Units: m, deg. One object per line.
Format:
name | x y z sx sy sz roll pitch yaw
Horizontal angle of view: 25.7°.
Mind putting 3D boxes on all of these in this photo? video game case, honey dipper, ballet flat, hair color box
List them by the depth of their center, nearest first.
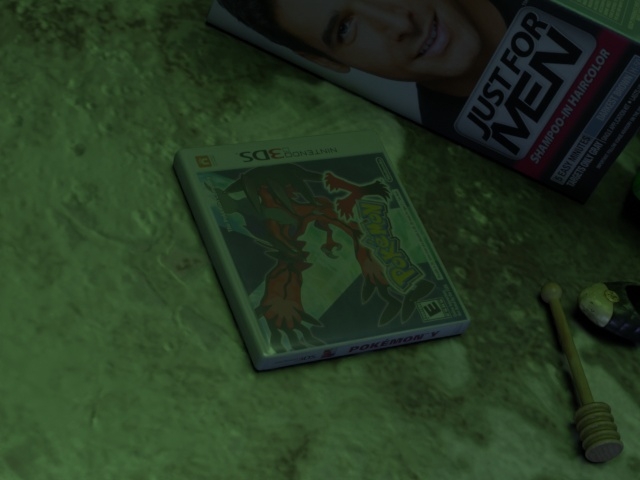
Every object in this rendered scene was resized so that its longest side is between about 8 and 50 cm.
video game case | 0.000 0.000 1.106 0.183 0.023 0.201 -8 57 -27
honey dipper | 0.202 0.099 1.108 0.030 0.030 0.161 5 49 -18
ballet flat | 0.293 0.056 1.162 0.173 0.049 0.057 8 50 -16
hair color box | 0.109 -0.200 1.200 0.374 0.185 0.114 26 49 -1

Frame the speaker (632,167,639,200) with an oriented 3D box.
speaker | 0.425 -0.013 1.215 0.296 0.131 0.131 30 48 3
